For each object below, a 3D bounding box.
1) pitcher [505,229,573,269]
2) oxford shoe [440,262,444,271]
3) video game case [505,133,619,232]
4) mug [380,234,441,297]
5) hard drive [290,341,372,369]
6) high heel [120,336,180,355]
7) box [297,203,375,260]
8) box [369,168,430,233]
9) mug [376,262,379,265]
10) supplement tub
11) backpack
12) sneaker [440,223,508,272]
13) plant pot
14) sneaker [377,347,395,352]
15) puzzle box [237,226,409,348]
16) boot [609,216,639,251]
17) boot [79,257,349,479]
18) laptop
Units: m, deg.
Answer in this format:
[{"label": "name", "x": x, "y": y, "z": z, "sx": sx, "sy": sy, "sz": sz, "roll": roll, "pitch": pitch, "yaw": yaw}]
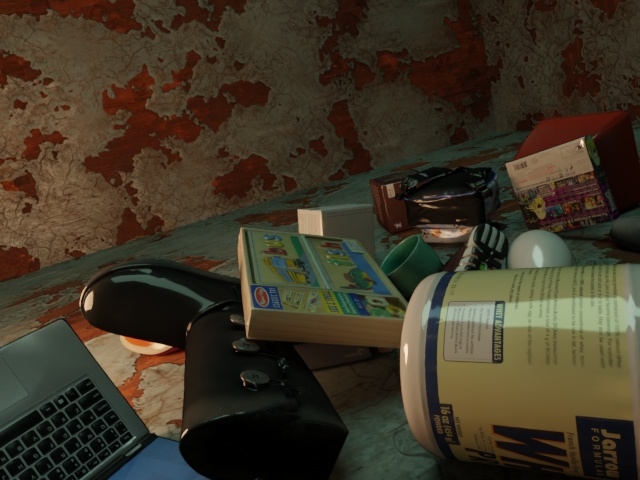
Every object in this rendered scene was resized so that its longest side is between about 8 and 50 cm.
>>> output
[{"label": "pitcher", "x": 0.453, "y": 0.068, "z": 1.029, "sx": 0.177, "sy": 0.126, "sz": 0.207, "roll": 12, "pitch": 31, "yaw": 11}, {"label": "oxford shoe", "x": 0.259, "y": 0.064, "z": 1.326, "sx": 0.076, "sy": 0.076, "sz": 0.212, "roll": -45, "pitch": 20, "yaw": 1}, {"label": "video game case", "x": 0.597, "y": -0.129, "z": 1.327, "sx": 0.041, "sy": 0.211, "sz": 0.232, "roll": -21, "pitch": 2, "yaw": -31}, {"label": "mug", "x": 0.205, "y": 0.070, "z": 1.222, "sx": 0.130, "sy": 0.097, "sz": 0.157, "roll": -54, "pitch": 11, "yaw": -29}, {"label": "hard drive", "x": -0.027, "y": 0.199, "z": 1.058, "sx": 0.254, "sy": 0.054, "sz": 0.172, "roll": -11, "pitch": 15, "yaw": 8}, {"label": "high heel", "x": -0.293, "y": 0.204, "z": 1.269, "sx": 0.376, "sy": 0.127, "sz": 0.181, "roll": -11, "pitch": -15, "yaw": 25}, {"label": "box", "x": 0.045, "y": -0.005, "z": 1.452, "sx": 0.180, "sy": 0.182, "sz": 0.119, "roll": -8, "pitch": 9, "yaw": -34}, {"label": "box", "x": 0.281, "y": -0.141, "z": 1.833, "sx": 0.166, "sy": 0.169, "sz": 0.203, "roll": -14, "pitch": 15, "yaw": -4}, {"label": "mug", "x": 0.057, "y": 0.112, "z": 1.223, "sx": 0.150, "sy": 0.113, "sz": 0.169, "roll": -14, "pitch": 9, "yaw": -25}, {"label": "supplement tub", "x": 0.280, "y": 0.147, "z": 0.617, "sx": 0.324, "sy": 0.236, "sz": 0.235, "roll": -5, "pitch": 17, "yaw": 30}, {"label": "backpack", "x": 0.402, "y": -0.113, "z": 1.545, "sx": 0.276, "sy": 0.213, "sz": 0.263, "roll": 5, "pitch": 31, "yaw": 36}, {"label": "sneaker", "x": 0.285, "y": 0.107, "z": 1.082, "sx": 0.281, "sy": 0.106, "sz": 0.163, "roll": -54, "pitch": -3, "yaw": -33}, {"label": "plant pot", "x": 0.691, "y": -0.178, "z": 1.477, "sx": 0.235, "sy": 0.267, "sz": 0.267, "roll": -34, "pitch": 21, "yaw": -23}, {"label": "sneaker", "x": 0.134, "y": 0.158, "z": 1.037, "sx": 0.050, "sy": 0.070, "sz": 0.134, "roll": -10, "pitch": 14, "yaw": 22}, {"label": "puzzle box", "x": -0.012, "y": 0.070, "z": 0.975, "sx": 0.271, "sy": 0.052, "sz": 0.409, "roll": 5, "pitch": 17, "yaw": -13}, {"label": "boot", "x": 0.758, "y": -0.086, "z": 1.081, "sx": 0.118, "sy": 0.223, "sz": 0.338, "roll": -23, "pitch": 17, "yaw": -28}, {"label": "boot", "x": -0.195, "y": 0.185, "z": 0.809, "sx": 0.366, "sy": 0.146, "sz": 0.445, "roll": 4, "pitch": 21, "yaw": -18}, {"label": "laptop", "x": -0.360, "y": 0.291, "z": 0.683, "sx": 0.236, "sy": 0.408, "sz": 0.382, "roll": -45, "pitch": -8, "yaw": 37}]
